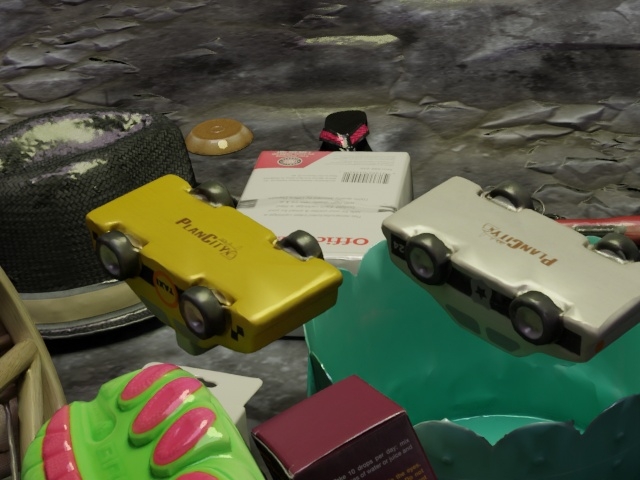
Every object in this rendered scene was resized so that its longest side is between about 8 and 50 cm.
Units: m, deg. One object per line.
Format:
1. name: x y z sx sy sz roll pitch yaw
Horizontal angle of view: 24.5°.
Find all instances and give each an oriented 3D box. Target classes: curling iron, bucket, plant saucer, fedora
1. curling iron: 0.312 -0.019 1.454 0.273 0.035 0.068 0 30 10
2. bucket: 0.127 0.128 1.076 0.281 0.183 0.281 -5 29 3
3. plant saucer: -0.121 -0.125 1.738 0.083 0.015 0.083 -4 30 2
4. fedora: -0.236 -0.036 1.462 0.333 0.153 0.334 -4 30 2

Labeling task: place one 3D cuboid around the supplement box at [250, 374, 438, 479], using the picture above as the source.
1. supplement box: 0.041 0.190 0.913 0.080 0.188 0.104 -28 14 -11

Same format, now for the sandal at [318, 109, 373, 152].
1. sandal: 0.027 -0.118 1.674 0.067 0.040 0.179 -5 29 1

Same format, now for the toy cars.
1. toy cars: 0.030 0.033 0.998 0.393 0.087 0.176 1 35 7

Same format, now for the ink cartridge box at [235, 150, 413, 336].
1. ink cartridge box: 0.000 0.000 1.418 0.158 0.092 0.218 1 28 10

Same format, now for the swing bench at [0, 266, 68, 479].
1. swing bench: -0.320 0.171 1.038 0.253 0.165 0.255 -23 25 8

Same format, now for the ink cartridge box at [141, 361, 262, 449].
1. ink cartridge box: -0.128 0.179 1.147 0.115 0.067 0.198 8 33 22

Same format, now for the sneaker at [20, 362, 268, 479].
1. sneaker: -0.035 0.266 0.840 0.185 0.202 0.483 -29 39 3
